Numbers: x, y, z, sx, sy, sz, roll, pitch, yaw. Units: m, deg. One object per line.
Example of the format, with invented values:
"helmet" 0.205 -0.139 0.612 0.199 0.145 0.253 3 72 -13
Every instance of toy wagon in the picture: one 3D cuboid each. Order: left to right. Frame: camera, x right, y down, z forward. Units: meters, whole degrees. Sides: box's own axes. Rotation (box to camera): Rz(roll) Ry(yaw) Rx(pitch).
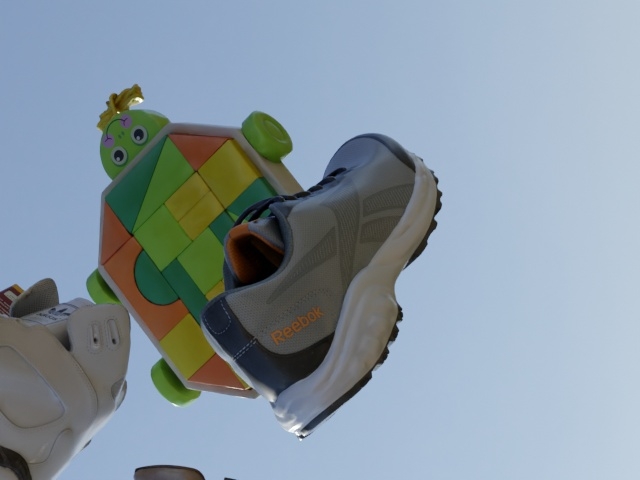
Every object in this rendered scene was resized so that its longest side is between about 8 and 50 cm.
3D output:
"toy wagon" -0.125 -0.009 1.680 0.344 0.267 0.068 52 -158 12

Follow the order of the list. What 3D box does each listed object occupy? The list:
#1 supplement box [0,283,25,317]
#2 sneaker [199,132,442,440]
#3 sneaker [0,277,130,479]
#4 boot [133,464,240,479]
"supplement box" -0.356 0.132 1.792 0.104 0.081 0.188 40 -152 8
"sneaker" 0.000 0.000 1.039 0.108 0.100 0.271 40 -148 -12
"sneaker" -0.296 0.073 1.440 0.210 0.137 0.366 -43 -52 -28
"boot" -0.117 0.250 1.505 0.042 0.118 0.087 87 -169 -54
